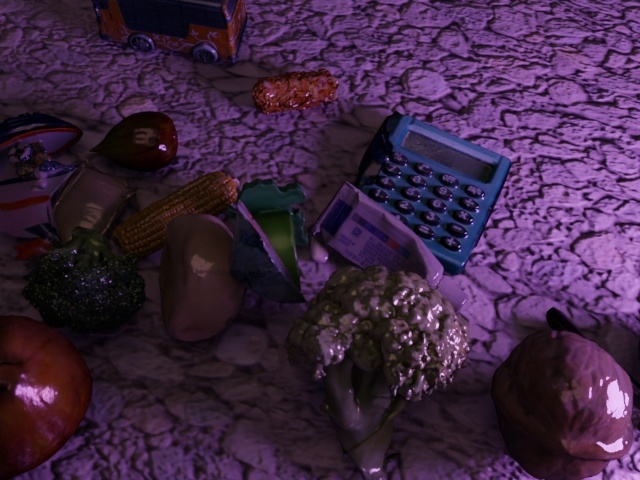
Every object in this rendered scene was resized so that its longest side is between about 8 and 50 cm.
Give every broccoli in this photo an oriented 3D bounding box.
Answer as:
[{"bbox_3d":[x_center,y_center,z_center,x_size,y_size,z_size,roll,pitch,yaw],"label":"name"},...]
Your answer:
[{"bbox_3d":[-0.358,0.069,1.138,0.195,0.195,0.156,-6,58,-7],"label":"broccoli"}]

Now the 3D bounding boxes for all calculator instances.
[{"bbox_3d":[0.185,-0.091,1.327,0.248,0.058,0.274,25,64,11],"label":"calculator"}]

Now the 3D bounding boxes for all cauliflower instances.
[{"bbox_3d":[0.064,0.163,1.085,0.281,0.327,0.260,-55,53,19],"label":"cauliflower"}]

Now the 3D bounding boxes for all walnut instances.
[{"bbox_3d":[0.345,0.237,1.065,0.224,0.224,0.224,2,61,-3],"label":"walnut"}]

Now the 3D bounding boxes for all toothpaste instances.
[{"bbox_3d":[0.120,0.027,1.243,0.282,0.068,0.099,37,70,9],"label":"toothpaste"}]

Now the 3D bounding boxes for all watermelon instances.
[{"bbox_3d":[-0.086,0.026,1.089,0.081,0.094,0.180,-24,100,25],"label":"watermelon"}]

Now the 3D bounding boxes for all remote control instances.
[{"bbox_3d":[0.429,0.182,1.158,0.028,0.059,0.212,-38,49,-3],"label":"remote control"}]

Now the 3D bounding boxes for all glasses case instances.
[{"bbox_3d":[0.000,0.000,1.284,0.032,0.021,0.083,3,61,-1],"label":"glasses case"}]

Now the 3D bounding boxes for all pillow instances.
[{"bbox_3d":[-0.404,-0.036,1.259,0.119,0.053,0.208,22,64,8],"label":"pillow"}]

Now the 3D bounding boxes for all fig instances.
[{"bbox_3d":[-0.330,-0.171,1.316,0.154,0.103,0.109,-3,24,6],"label":"fig"},{"bbox_3d":[-0.433,0.215,1.032,0.224,0.224,0.263,-41,29,-22],"label":"fig"}]

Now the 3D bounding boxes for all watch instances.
[{"bbox_3d":[-0.082,0.004,1.196,0.131,0.165,0.152,-5,46,-3],"label":"watch"}]

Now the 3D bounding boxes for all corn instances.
[{"bbox_3d":[-0.241,-0.044,1.261,0.238,0.080,0.080,-31,68,-16],"label":"corn"}]

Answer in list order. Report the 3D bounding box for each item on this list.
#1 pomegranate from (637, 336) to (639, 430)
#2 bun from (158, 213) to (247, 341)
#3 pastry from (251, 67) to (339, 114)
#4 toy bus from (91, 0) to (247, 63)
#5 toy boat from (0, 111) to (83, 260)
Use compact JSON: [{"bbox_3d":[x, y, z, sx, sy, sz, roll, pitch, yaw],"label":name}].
[{"bbox_3d":[0.564,0.189,1.135,0.246,0.198,0.198,-37,66,13],"label":"pomegranate"},{"bbox_3d":[-0.181,0.053,1.169,0.127,0.178,0.193,3,45,-24],"label":"bun"},{"bbox_3d":[-0.049,-0.278,1.415,0.169,0.063,0.087,-8,71,-14],"label":"pastry"},{"bbox_3d":[-0.289,-0.453,1.431,0.275,0.167,0.139,10,62,2],"label":"toy bus"},{"bbox_3d":[-0.516,-0.088,1.258,0.219,0.072,0.318,-5,56,6],"label":"toy boat"}]
